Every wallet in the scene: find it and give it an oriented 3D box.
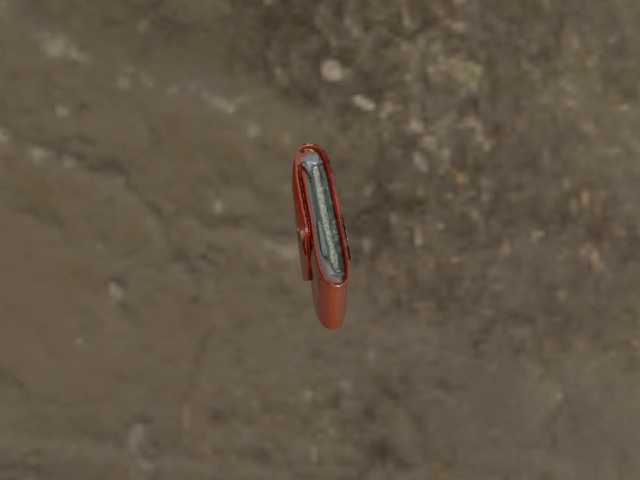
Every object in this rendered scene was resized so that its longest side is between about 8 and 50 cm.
[{"bbox_3d":[0.000,0.000,1.858,0.204,0.045,0.142,90,-11,-76],"label":"wallet"}]
